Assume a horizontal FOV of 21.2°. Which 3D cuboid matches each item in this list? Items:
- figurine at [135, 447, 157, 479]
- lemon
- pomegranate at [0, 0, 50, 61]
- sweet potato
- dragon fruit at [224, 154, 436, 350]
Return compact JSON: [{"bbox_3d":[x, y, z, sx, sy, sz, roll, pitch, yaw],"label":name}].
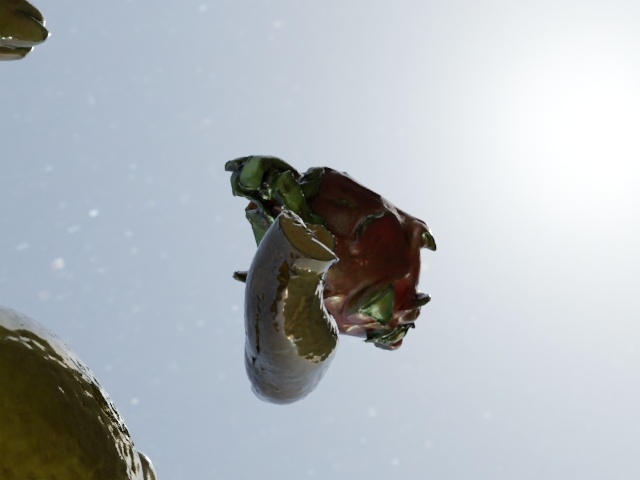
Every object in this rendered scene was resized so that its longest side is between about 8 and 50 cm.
[{"bbox_3d":[-0.193,0.249,1.355,0.108,0.114,0.196,16,-109,-31],"label":"figurine"},{"bbox_3d":[-0.244,0.166,1.145,0.267,0.267,0.267,39,-137,-47],"label":"lemon"},{"bbox_3d":[-0.362,-0.189,1.527,0.159,0.190,0.241,63,-176,25],"label":"pomegranate"},{"bbox_3d":[-0.025,0.080,1.531,0.286,0.085,0.112,93,-177,-60],"label":"sweet potato"},{"bbox_3d":[0.005,0.015,1.859,0.269,0.198,0.200,26,-148,-56],"label":"dragon fruit"}]
